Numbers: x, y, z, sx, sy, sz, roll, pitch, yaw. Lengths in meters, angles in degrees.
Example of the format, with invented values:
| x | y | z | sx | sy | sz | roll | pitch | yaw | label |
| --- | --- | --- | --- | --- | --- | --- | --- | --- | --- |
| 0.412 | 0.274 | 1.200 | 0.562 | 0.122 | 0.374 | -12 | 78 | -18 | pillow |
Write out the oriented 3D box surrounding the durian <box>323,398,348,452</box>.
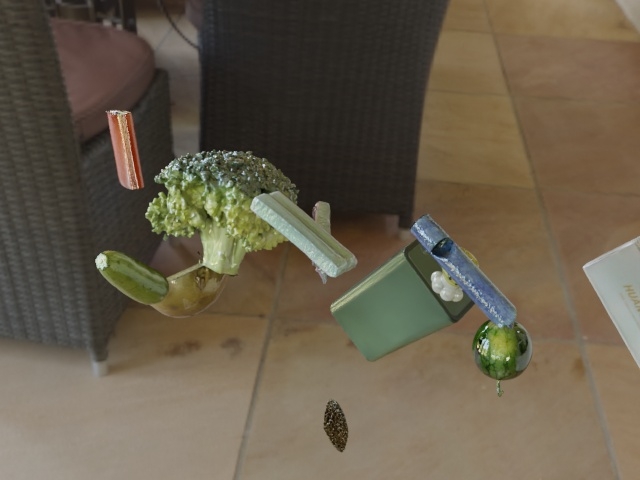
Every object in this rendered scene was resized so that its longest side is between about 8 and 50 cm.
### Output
| x | y | z | sx | sy | sz | roll | pitch | yaw | label |
| --- | --- | --- | --- | --- | --- | --- | --- | --- | --- |
| 0.038 | 0.400 | 1.741 | 0.052 | 0.066 | 0.130 | -22 | 55 | 10 | durian |

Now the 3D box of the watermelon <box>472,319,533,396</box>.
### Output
| x | y | z | sx | sy | sz | roll | pitch | yaw | label |
| --- | --- | --- | --- | --- | --- | --- | --- | --- | --- |
| 0.422 | 0.273 | 1.857 | 0.141 | 0.187 | 0.140 | 6 | 13 | -1 | watermelon |

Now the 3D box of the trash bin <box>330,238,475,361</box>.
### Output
| x | y | z | sx | sy | sz | roll | pitch | yaw | label |
| --- | --- | --- | --- | --- | --- | --- | --- | --- | --- |
| 0.205 | 0.161 | 2.083 | 0.223 | 0.343 | 0.158 | 54 | 42 | 1 | trash bin |

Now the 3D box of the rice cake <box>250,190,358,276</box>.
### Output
| x | y | z | sx | sy | sz | roll | pitch | yaw | label |
| --- | --- | --- | --- | --- | --- | --- | --- | --- | --- |
| -0.029 | -0.016 | 1.492 | 0.222 | 0.042 | 0.080 | 40 | 34 | 17 | rice cake |

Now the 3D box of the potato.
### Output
| x | y | z | sx | sy | sz | roll | pitch | yaw | label |
| --- | --- | --- | --- | --- | --- | --- | --- | --- | --- |
| -0.311 | 0.118 | 2.006 | 0.239 | 0.116 | 0.299 | -27 | 4 | 20 | potato |

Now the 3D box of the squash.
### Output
| x | y | z | sx | sy | sz | roll | pitch | yaw | label |
| --- | --- | --- | --- | --- | --- | --- | --- | --- | --- |
| -0.326 | 0.064 | 1.374 | 0.066 | 0.201 | 0.066 | -6 | 69 | 16 | squash |

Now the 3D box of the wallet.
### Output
| x | y | z | sx | sy | sz | roll | pitch | yaw | label |
| --- | --- | --- | --- | --- | --- | --- | --- | --- | --- |
| -0.521 | -0.245 | 2.117 | 0.045 | 0.204 | 0.142 | -16 | 20 | -29 | wallet |

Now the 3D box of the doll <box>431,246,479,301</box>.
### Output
| x | y | z | sx | sy | sz | roll | pitch | yaw | label |
| --- | --- | --- | --- | --- | --- | --- | --- | --- | --- |
| 0.307 | 0.079 | 1.804 | 0.062 | 0.162 | 0.106 | -33 | 70 | -30 | doll |

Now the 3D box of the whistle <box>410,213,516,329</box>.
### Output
| x | y | z | sx | sy | sz | roll | pitch | yaw | label |
| --- | --- | --- | --- | --- | --- | --- | --- | --- | --- |
| 0.310 | 0.067 | 1.697 | 0.062 | 0.062 | 0.304 | -24 | 63 | -34 | whistle |

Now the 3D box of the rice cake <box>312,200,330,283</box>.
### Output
| x | y | z | sx | sy | sz | roll | pitch | yaw | label |
| --- | --- | --- | --- | --- | --- | --- | --- | --- | --- |
| 0.000 | -0.003 | 1.786 | 0.051 | 0.081 | 0.290 | 1 | 27 | -1 | rice cake |

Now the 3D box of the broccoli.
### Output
| x | y | z | sx | sy | sz | roll | pitch | yaw | label |
| --- | --- | --- | --- | --- | --- | --- | --- | --- | --- |
| -0.208 | -0.065 | 1.856 | 0.348 | 0.280 | 0.293 | 20 | 15 | 20 | broccoli |

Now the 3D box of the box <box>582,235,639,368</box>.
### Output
| x | y | z | sx | sy | sz | roll | pitch | yaw | label |
| --- | --- | --- | --- | --- | --- | --- | --- | --- | --- |
| 0.380 | 0.073 | 0.917 | 0.149 | 0.067 | 0.233 | 61 | 23 | 11 | box |
